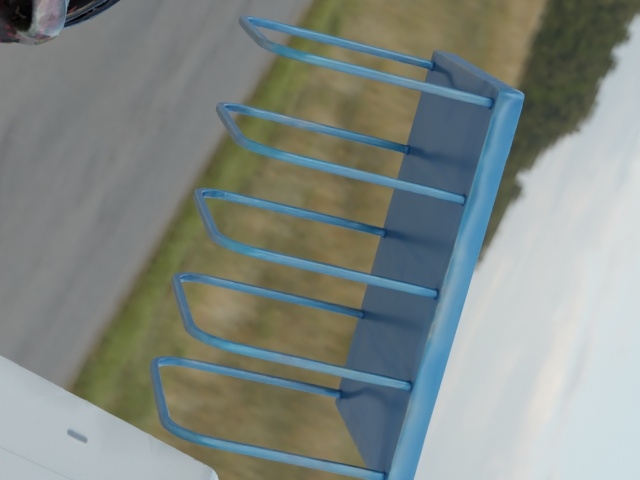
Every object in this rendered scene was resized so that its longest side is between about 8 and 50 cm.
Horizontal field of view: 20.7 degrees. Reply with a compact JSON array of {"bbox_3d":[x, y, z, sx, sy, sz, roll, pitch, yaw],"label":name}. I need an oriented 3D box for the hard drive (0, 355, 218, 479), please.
[{"bbox_3d":[-0.116,0.198,0.559,0.203,0.040,0.308,39,52,-54],"label":"hard drive"}]

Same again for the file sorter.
[{"bbox_3d":[0.000,0.000,0.730,0.118,0.104,0.170,-125,-131,-73],"label":"file sorter"}]

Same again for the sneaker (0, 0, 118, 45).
[{"bbox_3d":[-0.094,-0.078,0.371,0.299,0.112,0.121,-34,-178,18],"label":"sneaker"}]
